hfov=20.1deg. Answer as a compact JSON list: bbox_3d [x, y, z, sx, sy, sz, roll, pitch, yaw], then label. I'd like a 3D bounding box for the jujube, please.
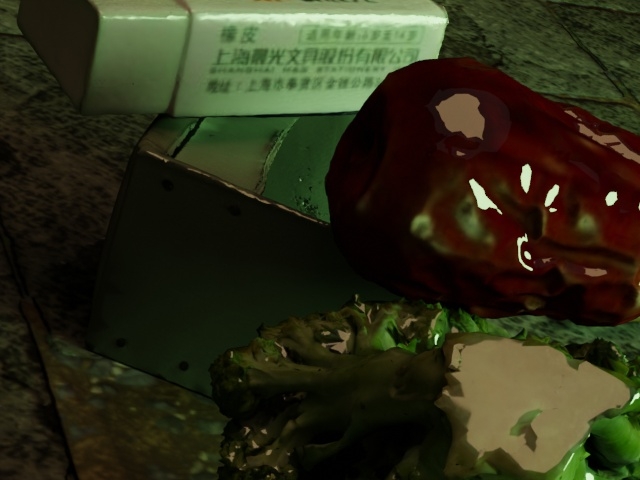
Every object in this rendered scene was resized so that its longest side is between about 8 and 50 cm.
[{"bbox_3d":[0.120,-0.024,1.120,0.230,0.155,0.155,17,29,-8],"label":"jujube"}]

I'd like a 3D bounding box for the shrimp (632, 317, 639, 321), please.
[{"bbox_3d":[0.257,0.046,1.523,0.091,0.043,0.184,31,24,35],"label":"shrimp"}]

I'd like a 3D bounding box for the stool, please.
[{"bbox_3d":[0.000,0.000,1.317,0.269,0.170,0.244,21,30,4],"label":"stool"}]

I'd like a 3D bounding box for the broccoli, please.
[{"bbox_3d":[0.083,0.155,0.998,0.321,0.283,0.304,10,60,2],"label":"broccoli"}]

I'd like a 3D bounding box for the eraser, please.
[{"bbox_3d":[-0.060,-0.150,1.276,0.287,0.086,0.130,-3,35,-34],"label":"eraser"}]
